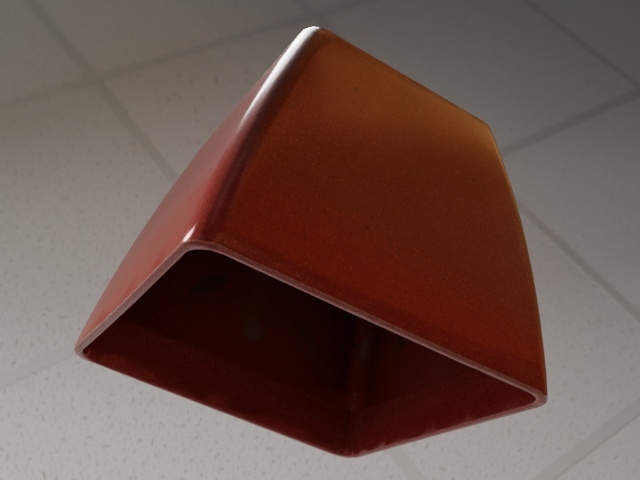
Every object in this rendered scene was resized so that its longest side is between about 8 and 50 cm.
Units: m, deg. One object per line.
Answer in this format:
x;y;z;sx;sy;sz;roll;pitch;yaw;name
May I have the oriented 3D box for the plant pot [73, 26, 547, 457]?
0.000;0.000;0.675;0.267;0.267;0.235;25;-122;-20;plant pot
